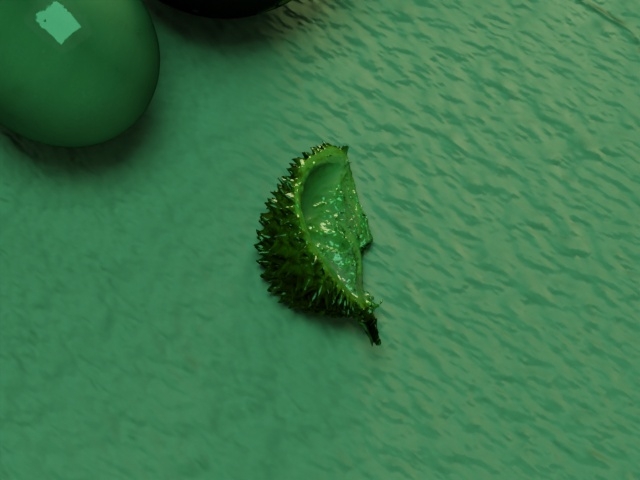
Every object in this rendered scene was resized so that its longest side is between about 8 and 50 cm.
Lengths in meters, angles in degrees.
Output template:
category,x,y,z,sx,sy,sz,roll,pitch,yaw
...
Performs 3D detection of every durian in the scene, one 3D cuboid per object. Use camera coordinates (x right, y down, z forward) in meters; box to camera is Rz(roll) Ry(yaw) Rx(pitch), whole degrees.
category,x,y,z,sx,sy,sz,roll,pitch,yaw
durian,0.000,0.000,1.596,0.100,0.086,0.215,2,53,-12

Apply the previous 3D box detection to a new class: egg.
category,x,y,z,sx,sy,sz,roll,pitch,yaw
egg,-0.238,-0.176,1.670,0.168,0.168,0.231,-37,57,-20

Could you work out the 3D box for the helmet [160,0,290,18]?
category,x,y,z,sx,sy,sz,roll,pitch,yaw
helmet,-0.097,-0.298,1.750,0.279,0.160,0.230,23,60,32
